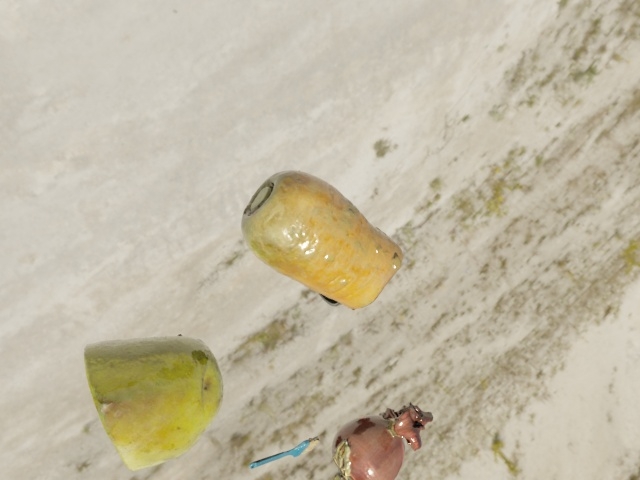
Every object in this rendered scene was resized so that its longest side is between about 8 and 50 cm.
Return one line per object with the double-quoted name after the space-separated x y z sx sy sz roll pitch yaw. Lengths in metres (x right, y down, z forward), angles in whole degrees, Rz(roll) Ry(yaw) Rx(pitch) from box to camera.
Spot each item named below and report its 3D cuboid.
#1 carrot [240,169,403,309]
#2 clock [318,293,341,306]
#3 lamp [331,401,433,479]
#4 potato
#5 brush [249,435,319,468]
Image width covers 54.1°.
0.000 0.000 1.366 0.224 0.341 0.224 -42 -155 25 "carrot"
0.013 0.028 1.710 0.066 0.318 0.318 -20 152 -18 "clock"
0.110 0.421 1.292 0.223 0.151 0.215 -59 179 -13 "lamp"
-0.360 0.348 1.446 0.280 0.330 0.213 -20 177 -17 "potato"
-0.070 0.413 1.209 0.164 0.014 0.051 -3 136 -43 "brush"
